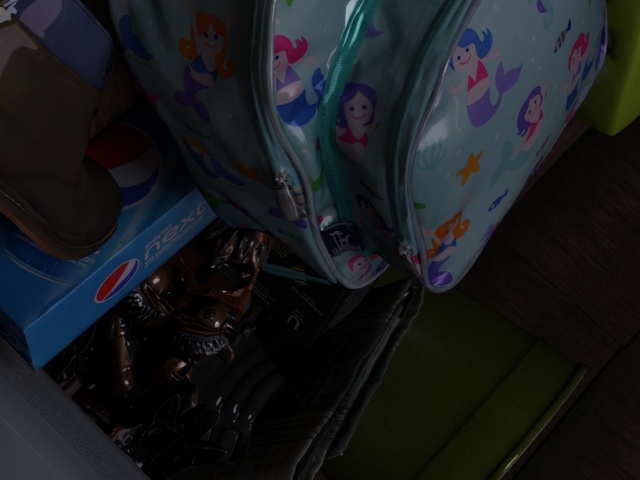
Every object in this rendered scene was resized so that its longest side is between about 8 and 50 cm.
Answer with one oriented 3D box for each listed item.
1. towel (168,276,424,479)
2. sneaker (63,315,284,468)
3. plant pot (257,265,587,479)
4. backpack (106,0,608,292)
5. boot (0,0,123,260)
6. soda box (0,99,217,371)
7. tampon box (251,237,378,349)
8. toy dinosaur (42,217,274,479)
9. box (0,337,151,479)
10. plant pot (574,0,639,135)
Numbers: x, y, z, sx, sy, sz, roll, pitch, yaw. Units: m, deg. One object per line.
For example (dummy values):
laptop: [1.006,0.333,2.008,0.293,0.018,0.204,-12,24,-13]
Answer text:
towel: [-0.054,0.180,1.135,0.324,0.056,0.312,-21,-158,43]
sneaker: [-0.153,0.175,0.969,0.295,0.147,0.104,-42,169,-24]
plant pot: [0.097,0.188,1.421,0.366,0.353,0.366,-46,169,-12]
backpack: [0.023,-0.111,0.523,0.225,0.191,0.253,-54,144,-17]
boot: [-0.120,-0.056,0.489,0.106,0.082,0.219,-46,167,4]
soda box: [-0.117,-0.022,0.646,0.210,0.067,0.071,-43,167,-24]
tampon box: [0.000,0.000,1.020,0.101,0.120,0.161,-37,165,-40]
toy dinosaur: [-0.136,0.101,0.821,0.218,0.164,0.322,-73,-179,-79]
box: [-0.216,0.174,0.639,0.181,0.182,0.119,-49,168,2]
plant pot: [0.175,-0.241,0.640,0.228,0.227,0.207,-45,162,-13]
